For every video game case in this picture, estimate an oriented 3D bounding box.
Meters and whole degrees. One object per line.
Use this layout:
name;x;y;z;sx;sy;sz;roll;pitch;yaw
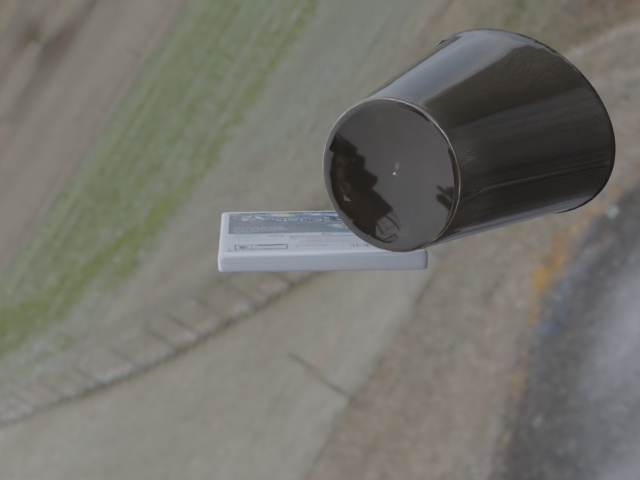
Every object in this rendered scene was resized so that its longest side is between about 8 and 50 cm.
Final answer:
video game case;0.000;0.000;1.785;0.173;0.190;0.022;-97;6;-76

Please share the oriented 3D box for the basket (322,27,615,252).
basket;0.114;-0.078;1.588;0.227;0.204;0.154;-27;-36;-55
